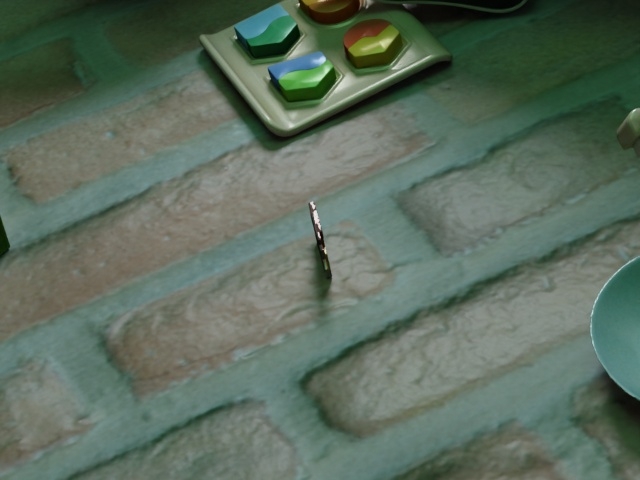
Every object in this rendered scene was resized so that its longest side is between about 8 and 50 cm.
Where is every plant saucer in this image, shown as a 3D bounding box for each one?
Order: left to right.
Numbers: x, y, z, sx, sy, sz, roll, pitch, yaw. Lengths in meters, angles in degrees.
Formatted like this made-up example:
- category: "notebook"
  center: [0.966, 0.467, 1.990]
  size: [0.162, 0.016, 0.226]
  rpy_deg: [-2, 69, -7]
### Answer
- category: "plant saucer"
  center: [0.313, 0.079, 1.230]
  size: [0.195, 0.037, 0.195]
  rpy_deg: [-5, 45, 5]

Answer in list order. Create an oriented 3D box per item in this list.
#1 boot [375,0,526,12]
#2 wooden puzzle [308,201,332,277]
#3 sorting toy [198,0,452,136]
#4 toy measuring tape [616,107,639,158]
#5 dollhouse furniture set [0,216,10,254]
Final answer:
- category: "boot"
  center: [0.098, -0.327, 1.626]
  size: [0.244, 0.088, 0.176]
  rpy_deg: [10, 40, -8]
- category: "wooden puzzle"
  center: [0.000, 0.000, 1.364]
  size: [0.006, 0.049, 0.083]
  rpy_deg: [-14, 45, -1]
- category: "sorting toy"
  center: [0.002, -0.203, 1.579]
  size: [0.208, 0.038, 0.193]
  rpy_deg: [-24, 45, -14]
- category: "toy measuring tape"
  center: [0.402, -0.043, 1.230]
  size: [0.330, 0.121, 0.121]
  rpy_deg: [31, 53, 3]
- category: "dollhouse furniture set"
  center: [-0.365, -0.028, 1.459]
  size: [0.152, 0.058, 0.076]
  rpy_deg: [25, 54, 31]
